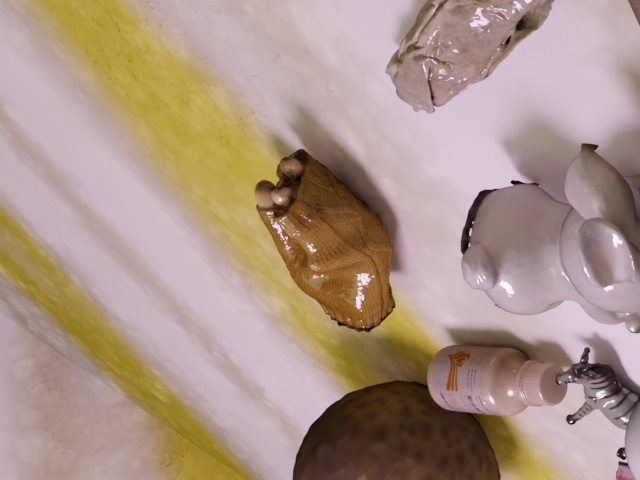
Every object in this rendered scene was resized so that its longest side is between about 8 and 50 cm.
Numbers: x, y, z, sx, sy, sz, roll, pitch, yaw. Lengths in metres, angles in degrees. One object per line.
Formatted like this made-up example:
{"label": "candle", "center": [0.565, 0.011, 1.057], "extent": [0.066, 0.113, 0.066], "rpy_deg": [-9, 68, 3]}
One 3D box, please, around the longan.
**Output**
{"label": "longan", "center": [0.140, 0.450, 2.206], "extent": [0.391, 0.391, 0.391], "rpy_deg": [31, 153, 18]}

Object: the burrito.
{"label": "burrito", "center": [0.176, -0.249, 1.374], "extent": [0.117, 0.076, 0.392], "rpy_deg": [39, 154, -2]}

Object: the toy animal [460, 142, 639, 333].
{"label": "toy animal", "center": [0.319, 0.004, 1.453], "extent": [0.247, 0.183, 0.310], "rpy_deg": [15, 172, -32]}

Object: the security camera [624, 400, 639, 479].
{"label": "security camera", "center": [0.539, 0.308, 1.667], "extent": [0.236, 0.194, 0.195], "rpy_deg": [34, 154, 17]}

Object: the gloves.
{"label": "gloves", "center": [0.013, -0.005, 1.895], "extent": [0.203, 0.155, 0.356], "rpy_deg": [28, 159, 44]}

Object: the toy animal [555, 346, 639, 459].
{"label": "toy animal", "center": [0.456, 0.254, 1.819], "extent": [0.216, 0.073, 0.176], "rpy_deg": [30, 154, 8]}

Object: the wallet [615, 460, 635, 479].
{"label": "wallet", "center": [0.567, 0.388, 1.879], "extent": [0.196, 0.020, 0.103], "rpy_deg": [11, 155, 16]}

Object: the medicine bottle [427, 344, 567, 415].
{"label": "medicine bottle", "center": [0.292, 0.230, 1.950], "extent": [0.114, 0.114, 0.252], "rpy_deg": [51, 151, -22]}

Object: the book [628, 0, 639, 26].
{"label": "book", "center": [0.398, -0.213, 1.195], "extent": [0.161, 0.026, 0.231], "rpy_deg": [5, 138, 50]}
